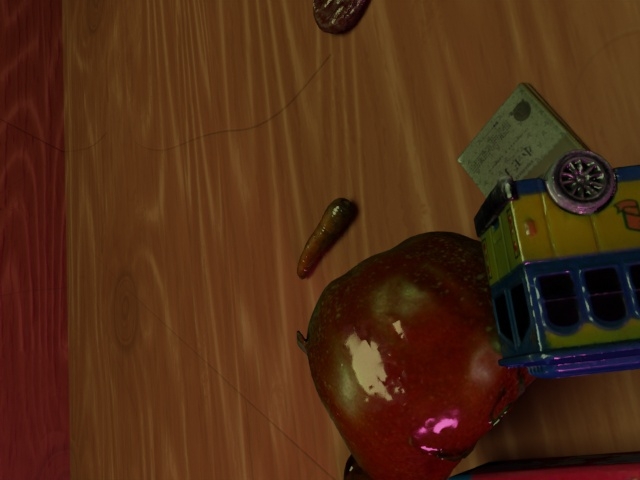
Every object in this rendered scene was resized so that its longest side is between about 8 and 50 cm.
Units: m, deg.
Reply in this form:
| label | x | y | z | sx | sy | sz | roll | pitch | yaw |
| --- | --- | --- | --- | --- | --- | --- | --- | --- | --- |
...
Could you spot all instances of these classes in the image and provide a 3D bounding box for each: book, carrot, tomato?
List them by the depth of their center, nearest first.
| label | x | y | z | sx | sy | sz | roll | pitch | yaw |
| --- | --- | --- | --- | --- | --- | --- | --- | --- | --- |
| tomato | 0.112 | 0.129 | 0.697 | 0.239 | 0.303 | 0.303 | 44 | 122 | 18 |
| book | 0.268 | -0.089 | 0.756 | 0.138 | 0.016 | 0.198 | -53 | 49 | 34 |
| carrot | 0.000 | 0.000 | 1.058 | 0.191 | 0.047 | 0.047 | -55 | 48 | 33 |

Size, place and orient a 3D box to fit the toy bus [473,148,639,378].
| label | x | y | z | sx | sy | sz | roll | pitch | yaw |
| --- | --- | --- | --- | --- | --- | --- | --- | --- | --- |
| toy bus | 0.292 | 0.015 | 0.503 | 0.138 | 0.288 | 0.175 | 73 | -170 | -75 |

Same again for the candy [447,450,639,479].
| label | x | y | z | sx | sy | sz | roll | pitch | yaw |
| --- | --- | --- | --- | --- | --- | --- | --- | --- | --- |
| candy | 0.288 | 0.315 | 0.627 | 0.306 | 0.100 | 0.157 | -29 | 65 | 47 |

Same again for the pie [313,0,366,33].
| label | x | y | z | sx | sy | sz | roll | pitch | yaw |
| --- | --- | --- | --- | --- | --- | --- | --- | --- | --- |
| pie | 0.034 | -0.448 | 1.068 | 0.154 | 0.036 | 0.154 | -9 | 78 | 50 |

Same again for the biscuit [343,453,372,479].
| label | x | y | z | sx | sy | sz | roll | pitch | yaw |
| --- | --- | --- | --- | --- | --- | --- | --- | --- | --- |
| biscuit | 0.105 | 0.390 | 0.892 | 0.212 | 0.036 | 0.212 | -8 | 79 | 50 |
